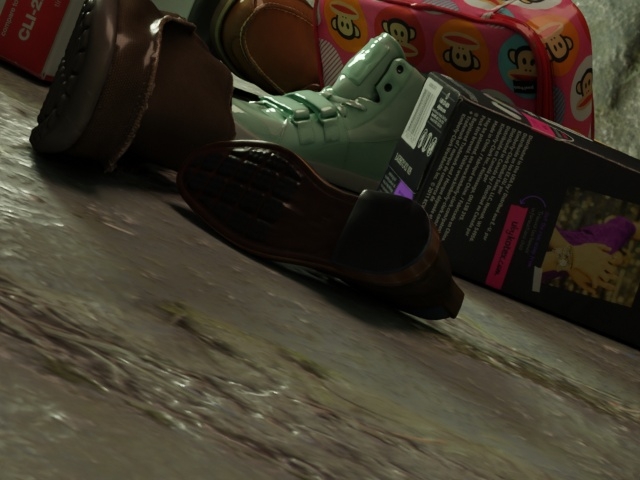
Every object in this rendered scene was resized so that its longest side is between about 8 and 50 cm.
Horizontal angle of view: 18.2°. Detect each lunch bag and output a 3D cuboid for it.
[{"bbox_3d":[0.133,-0.140,1.990,0.293,0.258,0.120,21,39,36],"label":"lunch bag"}]

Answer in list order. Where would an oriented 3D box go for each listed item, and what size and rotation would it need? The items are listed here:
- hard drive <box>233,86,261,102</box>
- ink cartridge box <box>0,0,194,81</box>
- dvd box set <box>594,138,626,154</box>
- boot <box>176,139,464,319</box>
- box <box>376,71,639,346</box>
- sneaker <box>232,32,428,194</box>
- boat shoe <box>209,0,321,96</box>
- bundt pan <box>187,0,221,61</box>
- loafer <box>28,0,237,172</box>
[{"bbox_3d":[-0.064,-0.133,2.080,0.094,0.022,0.135,17,11,-37],"label":"hard drive"},{"bbox_3d":[-0.285,-0.237,1.824,0.273,0.114,0.197,26,9,24],"label":"ink cartridge box"},{"bbox_3d":[0.341,-0.036,2.224,0.420,0.062,0.307,29,-3,31],"label":"dvd box set"},{"bbox_3d":[0.000,0.000,1.383,0.219,0.082,0.106,22,-16,35],"label":"boot"},{"bbox_3d":[0.199,-0.024,1.725,0.270,0.143,0.165,22,9,-11],"label":"box"},{"bbox_3d":[-0.003,-0.137,1.844,0.256,0.151,0.094,14,15,-43],"label":"sneaker"},{"bbox_3d":[0.002,-0.182,2.133,0.104,0.111,0.307,34,3,36],"label":"boat shoe"},{"bbox_3d":[-0.234,-0.273,2.145,0.331,0.124,0.331,23,10,-4],"label":"bundt pan"},{"bbox_3d":[-0.117,-0.115,1.468,0.130,0.134,0.366,23,9,-1],"label":"loafer"}]
